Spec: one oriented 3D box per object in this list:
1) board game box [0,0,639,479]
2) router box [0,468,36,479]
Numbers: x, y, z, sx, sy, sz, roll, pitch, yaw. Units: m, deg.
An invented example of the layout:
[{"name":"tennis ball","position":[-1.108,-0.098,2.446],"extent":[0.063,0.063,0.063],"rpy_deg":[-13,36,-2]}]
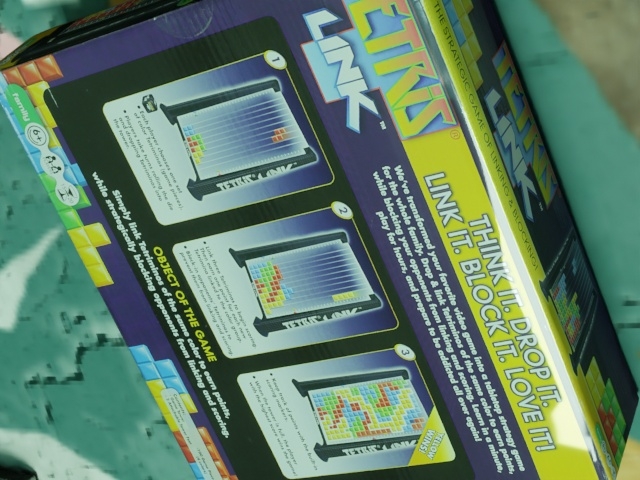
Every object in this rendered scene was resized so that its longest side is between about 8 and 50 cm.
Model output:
[{"name":"board game box","position":[0.000,0.000,0.382],"extent":[0.141,0.048,0.170],"rpy_deg":[-12,113,29]},{"name":"router box","position":[-0.161,0.150,0.559],"extent":[0.092,0.038,0.122],"rpy_deg":[9,123,22]}]
